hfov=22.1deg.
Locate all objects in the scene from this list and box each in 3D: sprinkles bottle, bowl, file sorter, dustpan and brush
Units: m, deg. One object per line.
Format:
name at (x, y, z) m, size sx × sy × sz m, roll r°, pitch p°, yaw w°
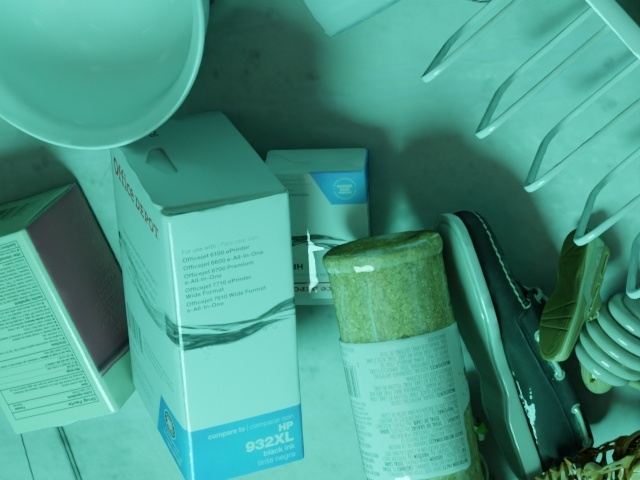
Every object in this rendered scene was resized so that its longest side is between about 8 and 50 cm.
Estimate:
sprinkles bottle at (0.091, 0.173, 1.586) m, size 0.121 × 0.121 × 0.355 m, roll -8°, pitch 97°, yaw 26°
bowl at (-0.224, -0.249, 1.594) m, size 0.298 × 0.134 × 0.298 m, roll 10°, pitch 120°, yaw 17°
file sorter at (0.249, -0.115, 1.417) m, size 0.278 × 0.193 × 0.173 m, roll 46°, pitch 114°, yaw -6°
dustpan and brush at (0.001, -0.306, 1.515) m, size 0.211 × 0.060 × 0.147 m, roll 52°, pitch 145°, yaw -12°

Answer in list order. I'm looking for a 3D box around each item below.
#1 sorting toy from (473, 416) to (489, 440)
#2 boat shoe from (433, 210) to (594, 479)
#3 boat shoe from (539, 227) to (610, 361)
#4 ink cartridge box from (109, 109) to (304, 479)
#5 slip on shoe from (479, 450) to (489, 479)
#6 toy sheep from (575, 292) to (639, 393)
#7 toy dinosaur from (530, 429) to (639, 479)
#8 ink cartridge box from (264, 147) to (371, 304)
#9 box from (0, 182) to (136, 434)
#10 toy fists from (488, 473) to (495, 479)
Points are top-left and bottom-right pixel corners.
sorting toy at (0.148, 0.186, 1.716) m, size 0.062 × 0.012 × 0.083 m, roll 52°, pitch 161°, yaw -7°
boat shoe at (0.194, 0.096, 1.630) m, size 0.091 × 0.114 × 0.302 m, roll -23°, pitch 115°, yaw -11°
boat shoe at (0.249, 0.056, 1.571) m, size 0.045 × 0.135 × 0.050 m, roll 25°, pitch 166°, yaw -28°
ink cartridge box at (-0.116, 0.053, 1.646) m, size 0.129 × 0.223 × 0.307 m, roll -12°, pitch 119°, yaw -17°
slip on shoe at (0.124, 0.217, 1.739) m, size 0.135 × 0.041 × 0.051 m, roll 34°, pitch 92°, yaw 14°
toy sheep at (0.298, 0.096, 1.593) m, size 0.091 × 0.091 × 0.132 m, roll 32°, pitch 110°, yaw 4°
toy dinosaur at (0.343, 0.255, 1.624) m, size 0.322 × 0.164 × 0.218 m, roll 3°, pitch 111°, yaw 23°
ink cartridge box at (0.000, 0.000, 1.662) m, size 0.104 × 0.060 × 0.180 m, roll -2°, pitch 117°, yaw 4°
box at (-0.302, 0.076, 1.804) m, size 0.148 × 0.127 × 0.232 m, roll -14°, pitch 110°, yaw 28°
toy fists at (0.179, 0.333, 1.731) m, size 0.279 × 0.142 × 0.096 m, roll 29°, pitch 124°, yaw 7°
